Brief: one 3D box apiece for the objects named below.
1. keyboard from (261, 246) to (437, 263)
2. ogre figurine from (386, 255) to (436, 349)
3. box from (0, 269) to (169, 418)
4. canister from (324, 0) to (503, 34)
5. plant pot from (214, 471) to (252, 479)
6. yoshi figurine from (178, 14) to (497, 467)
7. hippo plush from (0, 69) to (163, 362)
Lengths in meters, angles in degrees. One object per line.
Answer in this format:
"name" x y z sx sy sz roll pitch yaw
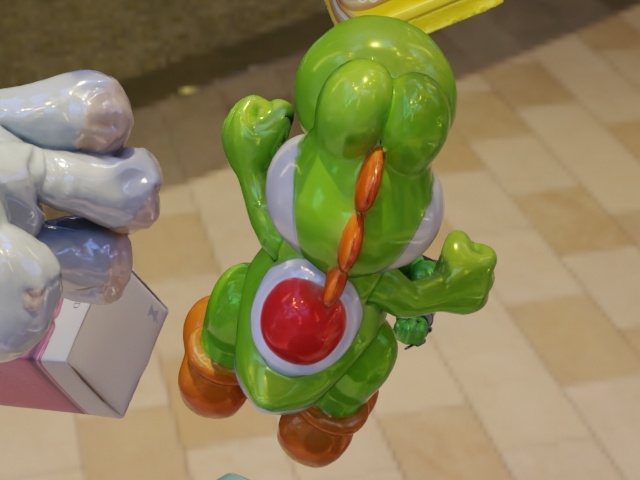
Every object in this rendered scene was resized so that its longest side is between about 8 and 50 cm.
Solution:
"keyboard" 0.035 0.024 1.828 0.180 0.023 0.108 0 -15 39
"ogre figurine" 0.049 0.027 1.682 0.197 0.096 0.118 16 26 39
"box" -0.316 0.100 1.970 0.232 0.127 0.148 1 56 32
"canister" 0.044 -0.228 1.269 0.126 0.169 0.073 -23 7 0
"plant pot" -0.021 0.288 1.111 0.293 0.235 0.293 24 -8 3
"yoshi figurine" 0.015 -0.015 1.233 0.204 0.362 0.203 -14 57 -29
"hippo plush" -0.263 -0.035 1.426 0.234 0.294 0.236 -30 17 10
